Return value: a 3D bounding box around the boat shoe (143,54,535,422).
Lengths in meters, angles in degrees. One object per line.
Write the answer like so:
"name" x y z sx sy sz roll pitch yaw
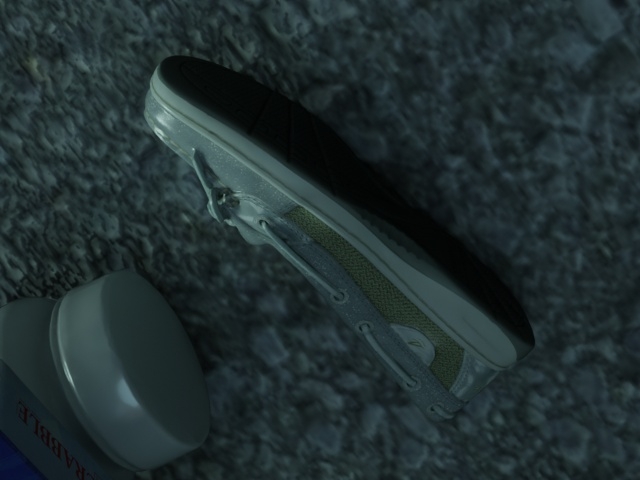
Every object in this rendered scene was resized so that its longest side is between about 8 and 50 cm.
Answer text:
"boat shoe" 0.001 0.000 1.318 0.320 0.118 0.103 38 109 -17

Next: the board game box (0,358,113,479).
"board game box" -0.263 0.253 1.328 0.318 0.066 0.318 -24 129 16

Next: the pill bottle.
"pill bottle" -0.231 0.138 1.383 0.283 0.161 0.161 -26 108 17
